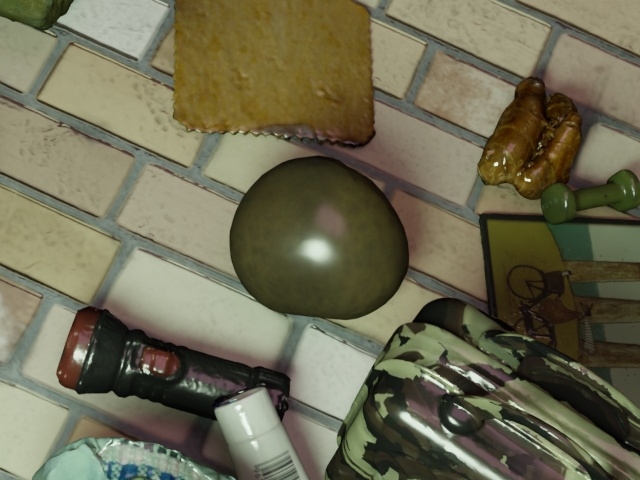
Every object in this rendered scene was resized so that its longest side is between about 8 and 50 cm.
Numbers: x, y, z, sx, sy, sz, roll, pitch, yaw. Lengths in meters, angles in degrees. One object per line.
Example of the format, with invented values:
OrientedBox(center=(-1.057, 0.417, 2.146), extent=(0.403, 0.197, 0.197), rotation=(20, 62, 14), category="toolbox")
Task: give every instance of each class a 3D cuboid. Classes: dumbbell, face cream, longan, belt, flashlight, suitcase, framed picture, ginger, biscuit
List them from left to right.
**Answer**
OrientedBox(center=(-0.158, 0.285, 1.670), extent=(0.257, 0.207, 0.150), rotation=(33, 50, -32), category="belt")
OrientedBox(center=(-0.143, 0.136, 1.834), extent=(0.232, 0.093, 0.093), rotation=(17, 60, -4), category="flashlight")
OrientedBox(center=(-0.053, -0.216, 2.086), extent=(0.232, 0.013, 0.237), rotation=(4, 62, -10), category="biscuit")
OrientedBox(center=(-0.033, 0.259, 1.783), extent=(0.092, 0.058, 0.244), rotation=(-23, 93, -20), category="face cream")
OrientedBox(center=(0.000, 0.000, 1.902), extent=(0.189, 0.189, 0.189), rotation=(6, 61, -10), category="longan")
OrientedBox(center=(0.198, 0.209, 1.726), extent=(0.351, 0.339, 0.194), rotation=(32, 60, 6), category="suitcase")
OrientedBox(center=(0.246, -0.116, 2.066), extent=(0.103, 0.073, 0.162), rotation=(27, 59, 1), category="ginger")
OrientedBox(center=(0.302, -0.048, 2.046), extent=(0.118, 0.052, 0.046), rotation=(-11, 80, -29), category="dumbbell")
OrientedBox(center=(0.340, 0.085, 2.016), extent=(0.323, 0.013, 0.244), rotation=(2, 62, -11), category="framed picture")

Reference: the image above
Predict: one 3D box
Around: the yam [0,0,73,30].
OrientedBox(center=(-0.385, -0.357, 1.981), extent=(0.300, 0.195, 0.195), rotation=(20, 60, -1), category="yam")
